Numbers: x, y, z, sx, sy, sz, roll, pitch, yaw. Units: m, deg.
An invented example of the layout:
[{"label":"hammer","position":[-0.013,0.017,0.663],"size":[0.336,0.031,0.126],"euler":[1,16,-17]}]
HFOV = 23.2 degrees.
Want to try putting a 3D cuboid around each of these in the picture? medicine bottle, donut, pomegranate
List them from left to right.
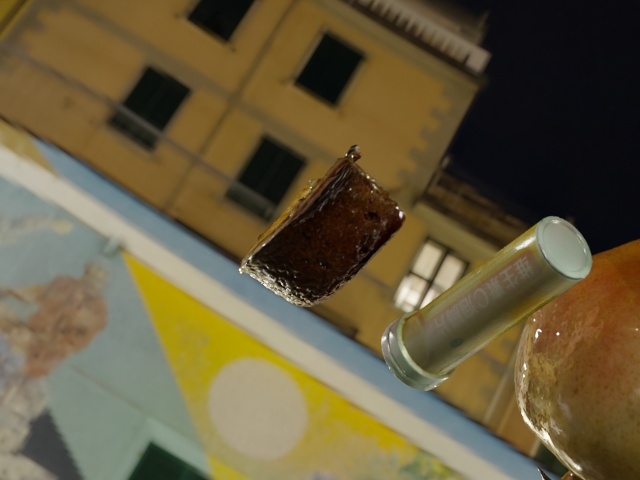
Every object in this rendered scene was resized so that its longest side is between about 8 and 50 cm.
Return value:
[{"label":"donut","position":[-0.001,-0.001,1.444],"size":[0.085,0.141,0.217],"euler":[42,-7,-5]},{"label":"medicine bottle","position":[0.146,0.056,1.384],"size":[0.074,0.074,0.218],"euler":[37,-46,-12]},{"label":"pomegranate","position":[0.346,0.154,1.617],"size":[0.319,0.319,0.319],"euler":[20,-34,14]}]
